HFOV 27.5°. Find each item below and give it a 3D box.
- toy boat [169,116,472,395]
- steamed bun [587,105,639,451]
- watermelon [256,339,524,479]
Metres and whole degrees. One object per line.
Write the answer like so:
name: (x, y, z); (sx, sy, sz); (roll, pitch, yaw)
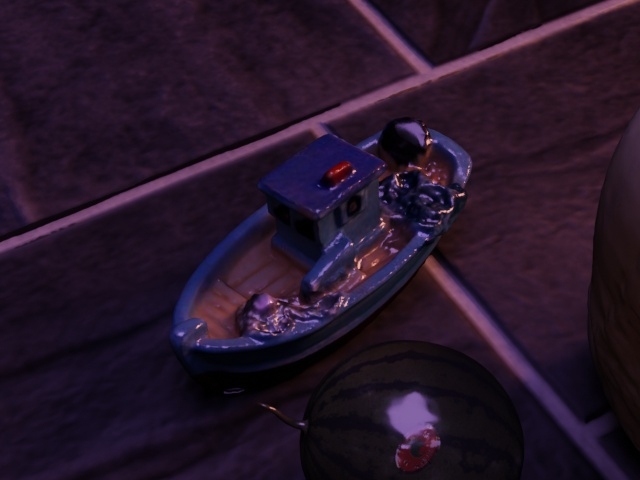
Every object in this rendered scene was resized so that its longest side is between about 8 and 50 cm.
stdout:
toy boat: (0.000, 0.000, 0.740); (0.100, 0.097, 0.223); (30, 54, 31)
steamed bun: (0.278, 0.022, 0.587); (0.273, 0.290, 0.272); (-36, 58, -5)
watermelon: (0.032, 0.097, 0.635); (0.133, 0.105, 0.105); (16, 47, -7)
